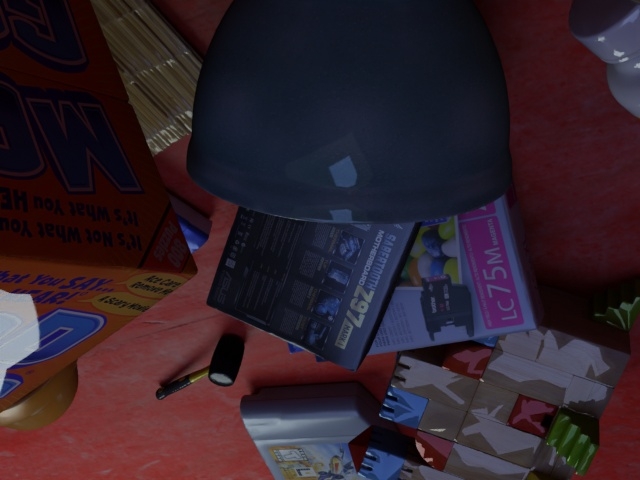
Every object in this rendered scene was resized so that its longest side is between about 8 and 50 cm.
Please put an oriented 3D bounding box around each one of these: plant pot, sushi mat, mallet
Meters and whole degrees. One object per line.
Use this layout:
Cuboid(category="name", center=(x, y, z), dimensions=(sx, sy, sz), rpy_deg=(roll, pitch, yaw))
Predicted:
Cuboid(category="plant pot", center=(-0.396, 0.155, 1.506), dimensions=(0.205, 0.205, 0.188), rpy_deg=(4, 153, 6))
Cuboid(category="sushi mat", center=(-0.227, -0.208, 1.183), dimensions=(0.151, 0.019, 0.316), rpy_deg=(-21, 130, 29))
Cuboid(category="plant pot", center=(0.028, -0.156, 1.027), dimensions=(0.293, 0.293, 0.196), rpy_deg=(4, 112, 7))
Cuboid(category="mallet", center=(-0.166, 0.176, 1.597), dimensions=(0.039, 0.062, 0.189), rpy_deg=(35, 148, -24))

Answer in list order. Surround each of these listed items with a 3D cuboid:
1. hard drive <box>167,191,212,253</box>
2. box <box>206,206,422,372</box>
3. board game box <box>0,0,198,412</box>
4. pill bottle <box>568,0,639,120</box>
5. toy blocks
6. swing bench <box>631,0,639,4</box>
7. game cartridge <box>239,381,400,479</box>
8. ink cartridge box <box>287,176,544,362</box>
Cuboid(category="hard drive", center=(-0.314, -0.046, 1.365), dimensions=(0.318, 0.040, 0.210), rpy_deg=(34, 134, -25))
Cuboid(category="box", center=(0.000, 0.000, 1.244), dimensions=(0.183, 0.059, 0.233), rpy_deg=(23, 114, 9))
Cuboid(category="board game box", center=(-0.394, -0.049, 0.971), dimensions=(0.356, 0.356, 0.356), rpy_deg=(-34, 158, 26))
Cuboid(category="pill bottle", center=(0.351, -0.148, 1.037), dimensions=(0.272, 0.152, 0.152), rpy_deg=(31, 134, -23))
Cuboid(category="toy blocks", center=(0.193, 0.183, 1.416), dimensions=(0.261, 0.191, 0.381), rpy_deg=(19, 120, 2))
Cuboid(category="swing bench", center=(0.212, -0.277, 0.827), dimensions=(0.253, 0.165, 0.255), rpy_deg=(31, 124, 26))
Cuboid(category="game cartridge", center=(0.022, 0.310, 1.693), dimensions=(0.198, 0.062, 0.297), rpy_deg=(-3, 137, 20))
Cuboid(category="ink cartridge box", center=(0.073, 0.029, 1.297), dimensions=(0.311, 0.065, 0.186), rpy_deg=(-10, 102, 25))
